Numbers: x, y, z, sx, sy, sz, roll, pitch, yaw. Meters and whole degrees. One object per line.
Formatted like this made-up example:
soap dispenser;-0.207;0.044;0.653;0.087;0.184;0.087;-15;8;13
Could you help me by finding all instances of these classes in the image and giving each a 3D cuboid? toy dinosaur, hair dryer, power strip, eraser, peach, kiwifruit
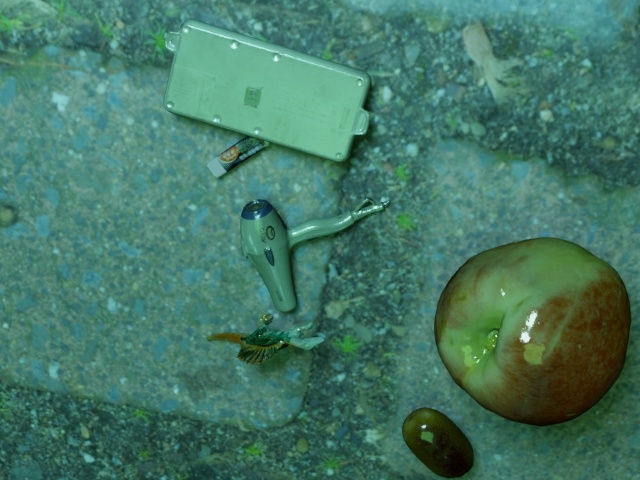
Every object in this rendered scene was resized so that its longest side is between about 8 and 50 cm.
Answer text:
toy dinosaur;-0.081;0.143;1.116;0.187;0.106;0.044;-7;112;8
hair dryer;-0.008;0.017;1.097;0.199;0.067;0.167;-4;123;-8
power strip;-0.069;-0.185;1.002;0.270;0.046;0.118;17;107;-1
eraser;-0.103;-0.117;1.055;0.099;0.019;0.027;-29;107;18
peach;0.276;0.103;1.012;0.232;0.256;0.232;12;106;47
kiwifruit;0.170;0.293;1.172;0.075;0.075;0.124;-41;107;20
